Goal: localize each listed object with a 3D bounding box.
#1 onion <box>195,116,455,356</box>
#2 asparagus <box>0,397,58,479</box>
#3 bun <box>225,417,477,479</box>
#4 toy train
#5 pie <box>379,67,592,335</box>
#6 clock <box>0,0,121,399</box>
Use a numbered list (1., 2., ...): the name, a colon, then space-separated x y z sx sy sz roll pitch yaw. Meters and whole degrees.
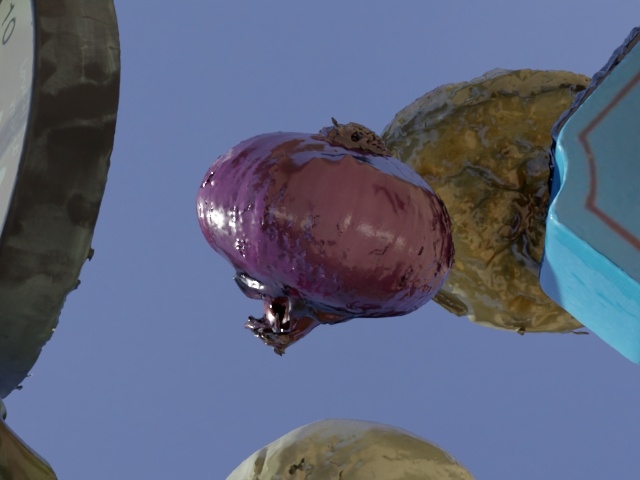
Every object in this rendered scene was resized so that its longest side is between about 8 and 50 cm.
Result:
1. onion: 0.000 0.000 0.782 0.115 0.115 0.104 24 -86 -37
2. asparagus: -0.234 0.105 1.141 0.287 0.080 0.080 56 -141 -33
3. bun: 0.015 0.275 1.382 0.146 0.287 0.287 17 -124 -68
4. toy train: 0.302 -0.050 1.205 0.265 0.188 0.300 39 -104 17
5. pie: 0.170 -0.031 1.493 0.274 0.274 0.055 46 -147 -19
6. clock: -0.279 -0.054 1.524 0.076 0.386 0.386 14 -120 -28
